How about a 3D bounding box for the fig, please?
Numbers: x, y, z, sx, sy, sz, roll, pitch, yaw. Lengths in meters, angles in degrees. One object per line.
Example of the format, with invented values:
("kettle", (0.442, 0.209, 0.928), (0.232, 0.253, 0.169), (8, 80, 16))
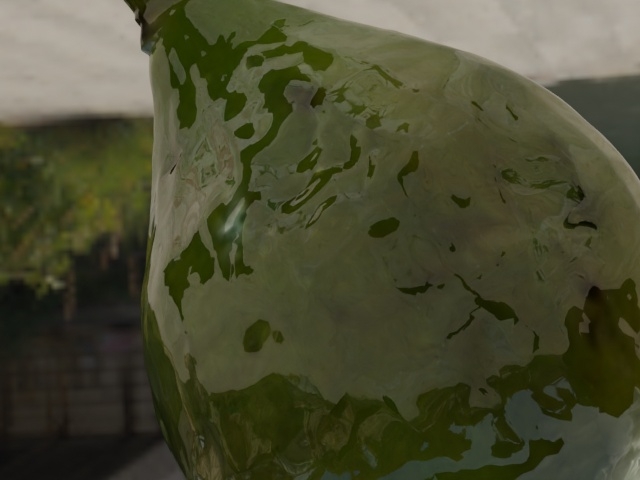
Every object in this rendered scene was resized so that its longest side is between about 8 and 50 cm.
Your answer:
("fig", (0.025, 0.005, 0.706), (0.233, 0.314, 0.233), (-17, 180, 0))
